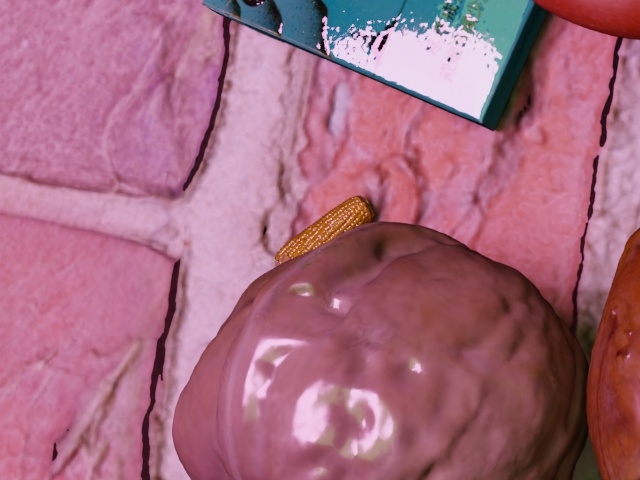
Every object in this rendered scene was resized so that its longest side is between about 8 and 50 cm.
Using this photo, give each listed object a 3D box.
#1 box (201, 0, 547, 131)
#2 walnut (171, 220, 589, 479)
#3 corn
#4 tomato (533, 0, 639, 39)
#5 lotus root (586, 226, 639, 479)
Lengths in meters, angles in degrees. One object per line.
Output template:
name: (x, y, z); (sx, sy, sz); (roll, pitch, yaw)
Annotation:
box: (0.048, -0.191, 1.244); (0.226, 0.042, 0.161); (25, 92, 22)
walnut: (0.041, 0.103, 1.109); (0.248, 0.248, 0.248); (-3, 83, 21)
corn: (0.000, 0.000, 1.247); (0.083, 0.028, 0.027); (-38, 93, 12)
tomato: (0.207, -0.271, 1.066); (0.341, 0.273, 0.341); (-3, 40, 2)
lotus root: (0.229, 0.064, 1.066); (0.199, 0.188, 0.180); (-13, 66, -18)
